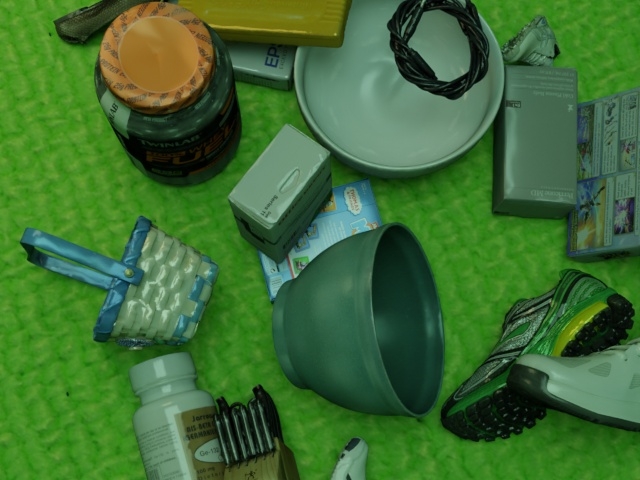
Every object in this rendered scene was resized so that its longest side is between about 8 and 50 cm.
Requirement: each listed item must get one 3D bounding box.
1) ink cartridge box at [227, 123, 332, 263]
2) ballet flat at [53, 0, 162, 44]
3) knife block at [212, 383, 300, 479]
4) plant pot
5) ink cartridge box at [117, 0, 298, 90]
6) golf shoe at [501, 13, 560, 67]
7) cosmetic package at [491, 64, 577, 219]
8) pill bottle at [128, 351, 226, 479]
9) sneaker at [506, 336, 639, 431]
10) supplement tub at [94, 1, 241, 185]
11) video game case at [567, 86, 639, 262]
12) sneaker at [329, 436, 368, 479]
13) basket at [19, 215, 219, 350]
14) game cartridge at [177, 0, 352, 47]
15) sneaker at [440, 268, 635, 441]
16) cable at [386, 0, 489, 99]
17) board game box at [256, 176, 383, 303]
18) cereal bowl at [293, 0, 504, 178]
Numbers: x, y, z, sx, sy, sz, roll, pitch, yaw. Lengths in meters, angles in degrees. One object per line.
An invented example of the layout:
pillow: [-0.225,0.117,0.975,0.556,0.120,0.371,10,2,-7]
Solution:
ink cartridge box: [-0.058,-0.069,1.692,0.087,0.208,0.153,36,78,10]
ballet flat: [-0.337,-0.391,1.857,0.250,0.084,0.058,-19,104,14]
knife block: [-0.078,0.364,1.656,0.088,0.242,0.275,-19,108,7]
plant pot: [0.048,0.132,1.669,0.196,0.293,0.293,-10,75,24]
ink cartridge box: [-0.174,-0.447,1.896,0.330,0.071,0.324,12,77,1]
golf shoe: [0.360,-0.321,1.833,0.086,0.069,0.176,51,39,-1]
cosmetic package: [0.354,-0.161,1.814,0.127,0.107,0.237,2,73,-3]
pill bottle: [-0.217,0.295,1.682,0.131,0.131,0.229,-17,77,-5]
sneaker: [0.489,0.154,1.644,0.448,0.169,0.257,12,88,-23]
supplement tub: [-0.232,-0.223,1.701,0.207,0.338,0.207,0,77,0]
video game case: [0.510,-0.111,1.740,0.061,0.244,0.269,16,73,-36]
sneaker: [0.075,0.430,1.673,0.153,0.094,0.234,17,77,2]
basket: [-0.313,0.057,1.677,0.289,0.255,0.201,24,79,-6]
game cartridge: [-0.074,-0.472,1.800,0.285,0.052,0.323,6,68,14]
sneaker: [0.326,0.185,1.736,0.343,0.134,0.146,-39,43,-2]
cable: [0.187,-0.309,1.732,0.151,0.047,0.184,-11,78,-4]
board game box: [0.000,0.000,1.803,0.212,0.039,0.160,-15,76,-3]
cereal bowl: [0.126,-0.253,1.813,0.339,0.141,0.338,0,76,0]
